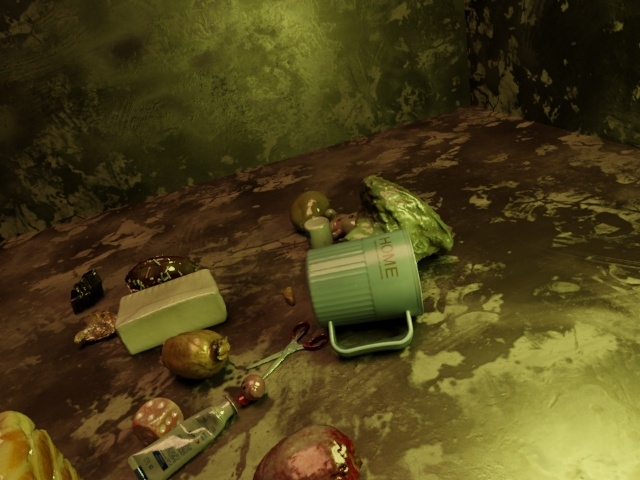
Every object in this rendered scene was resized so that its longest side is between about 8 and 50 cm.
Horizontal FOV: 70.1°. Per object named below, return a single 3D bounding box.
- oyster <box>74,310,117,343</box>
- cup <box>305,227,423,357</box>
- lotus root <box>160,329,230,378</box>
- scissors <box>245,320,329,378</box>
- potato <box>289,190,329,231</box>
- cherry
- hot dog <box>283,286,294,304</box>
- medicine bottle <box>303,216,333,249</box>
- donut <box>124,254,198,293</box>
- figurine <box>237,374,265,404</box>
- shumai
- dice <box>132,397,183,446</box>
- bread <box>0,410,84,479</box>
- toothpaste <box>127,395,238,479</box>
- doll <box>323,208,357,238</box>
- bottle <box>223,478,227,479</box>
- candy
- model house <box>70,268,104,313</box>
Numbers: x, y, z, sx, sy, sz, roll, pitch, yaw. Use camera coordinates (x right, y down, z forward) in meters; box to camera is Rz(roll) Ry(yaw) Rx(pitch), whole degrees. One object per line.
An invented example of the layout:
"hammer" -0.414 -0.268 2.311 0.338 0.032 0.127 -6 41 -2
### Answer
"oyster" -0.810 0.314 1.680 0.163 0.081 0.191 7 37 28
"cup" 0.133 0.153 1.369 0.311 0.332 0.257 -10 1 6
"lotus root" -0.369 0.337 1.358 0.256 0.140 0.154 -5 -2 33
"scissors" -0.102 0.334 1.371 0.247 0.017 0.144 -31 31 -27
"potato" -0.050 -0.134 2.099 0.178 0.160 0.235 -43 26 34
"cherry" -0.033 0.474 0.898 0.249 0.175 0.192 -22 39 -12
"hot dog" -0.113 0.198 1.619 0.034 0.030 0.090 -16 26 -1
"medicine bottle" 0.000 0.000 1.794 0.104 0.168 0.105 -12 27 6
"donut" -0.604 0.145 1.744 0.269 0.270 0.103 -17 66 -6
"figurine" -0.182 0.395 1.231 0.066 0.071 0.083 23 28 -20
"shumai" 0.234 -0.005 1.601 0.323 0.397 0.324 -52 14 -7
"dice" -0.416 0.469 1.173 0.091 0.094 0.093 -4 29 26
"bread" -0.558 0.548 0.782 0.279 0.371 0.390 -25 28 -23
"toothpaste" -0.328 0.488 1.123 0.266 0.061 0.096 -32 73 -31
"doll" 0.132 -0.061 1.928 0.274 0.113 0.155 6 41 22
"bottle" -0.263 0.575 0.918 0.201 0.072 0.072 -27 29 -25
"candy" -0.518 0.245 1.599 0.358 0.145 0.208 -19 26 -12
"model house" -0.990 0.214 1.896 0.106 0.166 0.152 11 34 11
